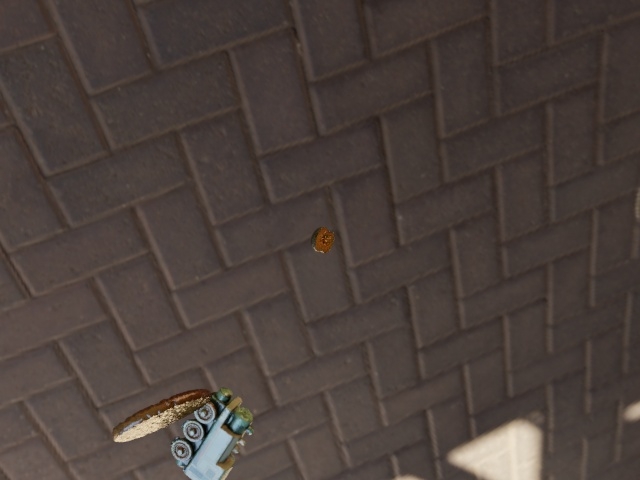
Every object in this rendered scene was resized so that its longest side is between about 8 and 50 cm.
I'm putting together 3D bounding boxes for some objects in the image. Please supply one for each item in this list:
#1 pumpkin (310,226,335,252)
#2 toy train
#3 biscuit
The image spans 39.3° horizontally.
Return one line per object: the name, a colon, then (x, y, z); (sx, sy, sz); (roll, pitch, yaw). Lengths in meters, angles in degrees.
pumpkin: (-0.001, -0.001, 1.812); (0.083, 0.028, 0.050); (31, 78, -60)
toy train: (-0.204, 0.377, 1.731); (0.194, 0.125, 0.081); (-57, 172, 20)
biscuit: (-0.281, 0.307, 1.589); (0.188, 0.027, 0.188); (-26, 166, -7)
